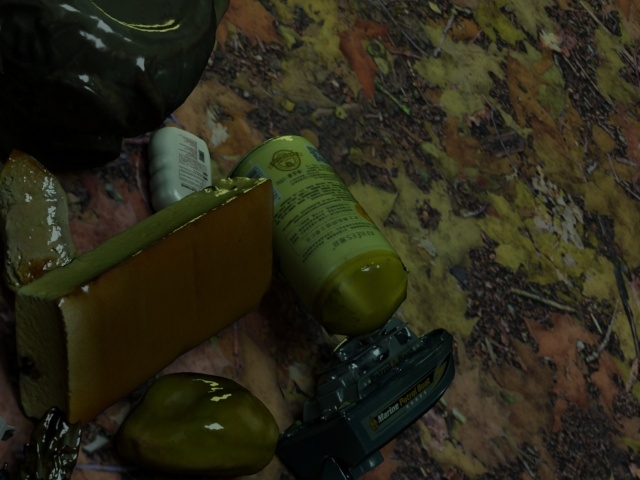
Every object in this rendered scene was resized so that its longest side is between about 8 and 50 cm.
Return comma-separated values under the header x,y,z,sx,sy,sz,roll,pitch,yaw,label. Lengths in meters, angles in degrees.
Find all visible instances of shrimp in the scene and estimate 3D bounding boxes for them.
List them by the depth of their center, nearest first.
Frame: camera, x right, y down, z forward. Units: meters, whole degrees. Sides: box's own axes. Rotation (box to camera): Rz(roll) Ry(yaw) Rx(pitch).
x,y,z,sx,sy,sz,roll,pitch,yaw,label
-0.252,0.239,1.528,0.054,0.222,0.290,0,50,6,shrimp

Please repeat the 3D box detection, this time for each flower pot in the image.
x,y,z,sx,sy,sz,roll,pitch,yaw,label
-0.261,-0.214,1.831,0.302,0.213,0.302,26,45,-30,flower pot

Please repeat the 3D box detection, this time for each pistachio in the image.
x,y,z,sx,sy,sz,roll,pitch,yaw,label
-0.112,0.183,1.773,0.189,0.110,0.100,11,86,-41,pistachio

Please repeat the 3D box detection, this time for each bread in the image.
x,y,z,sx,sy,sz,roll,pitch,yaw,label
-0.166,0.052,1.798,0.361,0.077,0.138,-33,127,-52,bread

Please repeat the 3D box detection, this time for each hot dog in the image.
x,y,z,sx,sy,sz,roll,pitch,yaw,label
-0.280,-0.005,1.770,0.078,0.061,0.169,-8,76,-4,hot dog

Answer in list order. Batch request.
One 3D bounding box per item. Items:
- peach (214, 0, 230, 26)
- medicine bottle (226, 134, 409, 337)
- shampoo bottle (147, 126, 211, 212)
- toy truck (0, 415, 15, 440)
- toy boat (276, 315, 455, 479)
x,y,z,sx,sy,sz,roll,pitch,yaw,label
-0.173,-0.305,2.057,0.152,0.152,0.152,26,46,-30,peach
0.000,0.000,1.961,0.124,0.124,0.239,2,41,-45,medicine bottle
-0.152,-0.047,1.952,0.077,0.045,0.152,23,45,-35,shampoo bottle
-0.347,0.223,1.487,0.101,0.125,0.242,39,40,-17,toy truck
0.064,0.159,1.963,0.296,0.114,0.122,-35,98,-53,toy boat
